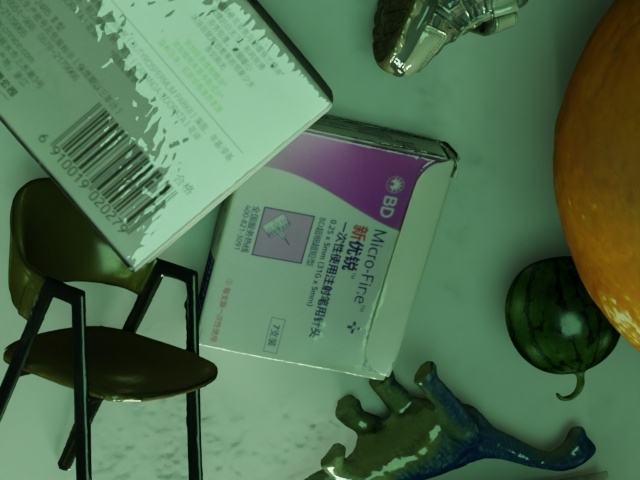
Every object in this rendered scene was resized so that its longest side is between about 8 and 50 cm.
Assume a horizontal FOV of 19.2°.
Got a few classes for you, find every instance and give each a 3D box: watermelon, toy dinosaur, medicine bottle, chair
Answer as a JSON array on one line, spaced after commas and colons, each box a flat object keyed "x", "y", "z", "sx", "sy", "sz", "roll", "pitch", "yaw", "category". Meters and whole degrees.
[{"x": 0.200, "y": 0.064, "z": 1.535, "sx": 0.109, "sy": 0.109, "sz": 0.109, "roll": -3, "pitch": 108, "yaw": -8, "category": "watermelon"}, {"x": 0.088, "y": 0.198, "z": 1.583, "sx": 0.248, "sy": 0.075, "sz": 0.188, "roll": -44, "pitch": 112, "yaw": 0, "category": "toy dinosaur"}, {"x": 0.000, "y": 0.000, "z": 1.513, "sx": 0.171, "sy": 0.052, "sz": 0.201, "roll": 13, "pitch": 107, "yaw": -12, "category": "medicine bottle"}, {"x": -0.173, "y": 0.094, "z": 1.452, "sx": 0.172, "sy": 0.159, "sz": 0.247, "roll": 20, "pitch": 104, "yaw": 25, "category": "chair"}]

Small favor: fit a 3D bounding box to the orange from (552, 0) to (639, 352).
[{"x": 0.389, "y": -0.058, "z": 1.405, "sx": 0.424, "sy": 0.326, "sz": 0.424, "roll": -3, "pitch": 107, "yaw": -9, "category": "orange"}]

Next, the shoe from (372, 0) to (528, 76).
[{"x": 0.111, "y": -0.198, "z": 1.448, "sx": 0.092, "sy": 0.089, "sz": 0.180, "roll": 27, "pitch": 95, "yaw": -18, "category": "shoe"}]

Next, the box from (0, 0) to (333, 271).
[{"x": -0.142, "y": -0.138, "z": 1.388, "sx": 0.194, "sy": 0.111, "sz": 0.260, "roll": -39, "pitch": 94, "yaw": 6, "category": "box"}]

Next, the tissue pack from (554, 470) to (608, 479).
[{"x": 0.156, "y": 0.275, "z": 1.584, "sx": 0.209, "sy": 0.148, "sz": 0.156, "roll": -9, "pitch": 69, "yaw": -4, "category": "tissue pack"}]
